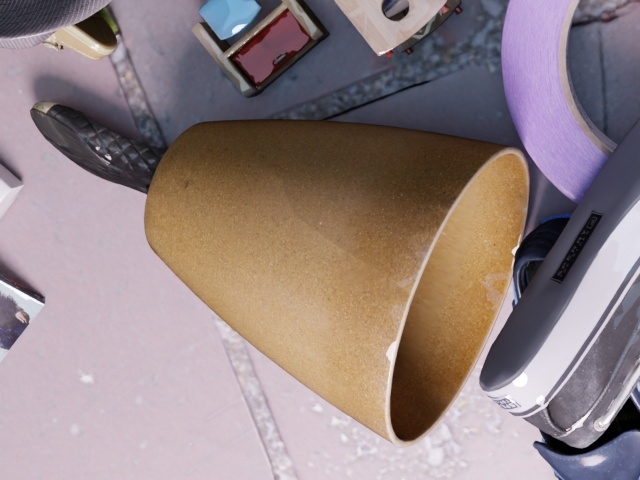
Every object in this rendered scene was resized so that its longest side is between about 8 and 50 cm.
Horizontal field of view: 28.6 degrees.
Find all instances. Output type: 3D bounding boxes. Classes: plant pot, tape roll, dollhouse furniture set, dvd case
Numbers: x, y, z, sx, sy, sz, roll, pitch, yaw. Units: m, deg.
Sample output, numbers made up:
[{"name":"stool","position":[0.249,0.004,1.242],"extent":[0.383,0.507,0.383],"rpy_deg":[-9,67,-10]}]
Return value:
[{"name":"plant pot","position":[0.000,0.000,0.977],"extent":[0.254,0.237,0.237],"rpy_deg":[23,105,23]},{"name":"tape roll","position":[0.276,-0.141,0.940],"extent":[0.275,0.090,0.274],"rpy_deg":[3,101,13]},{"name":"dollhouse furniture set","position":[-0.003,-0.173,0.975],"extent":[0.184,0.129,0.129],"rpy_deg":[-38,90,15]},{"name":"dvd case","position":[-0.321,0.057,1.123],"extent":[0.119,0.013,0.087],"rpy_deg":[34,107,-23]}]

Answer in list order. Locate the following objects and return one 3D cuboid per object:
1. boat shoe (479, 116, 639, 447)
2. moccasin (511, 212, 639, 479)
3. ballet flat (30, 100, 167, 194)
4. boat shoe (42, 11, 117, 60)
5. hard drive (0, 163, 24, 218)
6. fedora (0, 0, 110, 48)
[{"name":"boat shoe","position":[0.238,0.007,0.867],"extent":[0.105,0.113,0.306],"rpy_deg":[33,90,-13]},{"name":"moccasin","position":[0.210,0.153,0.985],"extent":[0.138,0.117,0.342],"rpy_deg":[-21,91,34]},{"name":"ballet flat","position":[-0.171,-0.078,1.081],"extent":[0.173,0.057,0.049],"rpy_deg":[26,64,6]},{"name":"boat shoe","position":[-0.242,-0.192,1.066],"extent":[0.153,0.056,0.048],"rpy_deg":[32,115,7]},{"name":"hard drive","position":[-0.444,-0.074,1.139],"extent":[0.307,0.040,0.203],"rpy_deg":[41,106,3]},{"name":"fedora","position":[-0.237,-0.250,0.987],"extent":[0.244,0.124,0.275],"rpy_deg":[4,70,1]}]
